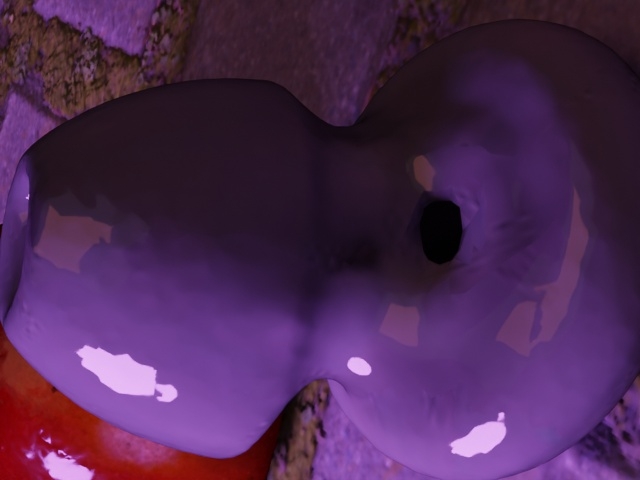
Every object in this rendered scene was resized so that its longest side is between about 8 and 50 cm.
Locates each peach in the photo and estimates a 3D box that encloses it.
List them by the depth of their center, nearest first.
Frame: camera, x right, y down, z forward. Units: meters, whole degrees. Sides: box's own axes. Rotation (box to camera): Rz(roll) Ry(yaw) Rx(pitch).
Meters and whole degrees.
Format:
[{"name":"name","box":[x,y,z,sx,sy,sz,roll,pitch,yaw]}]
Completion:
[{"name":"peach","box":[-0.118,0.083,0.902,0.196,0.226,0.190,93,-158,-54]}]

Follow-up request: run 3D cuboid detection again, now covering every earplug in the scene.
[{"name":"earplug","box":[0.005,0.004,0.702,0.325,0.175,0.214,-6,70,21]}]
